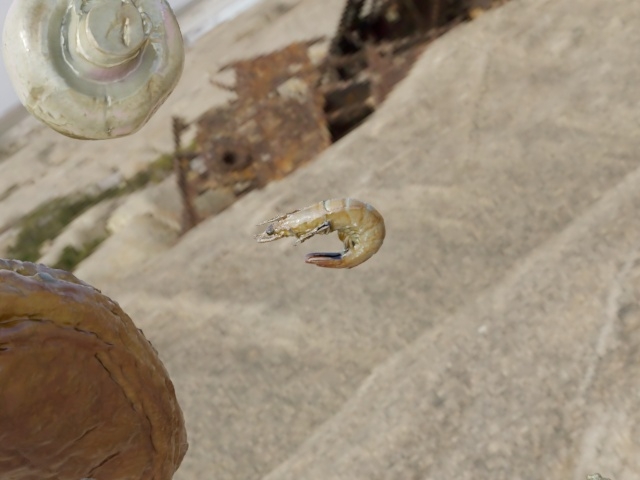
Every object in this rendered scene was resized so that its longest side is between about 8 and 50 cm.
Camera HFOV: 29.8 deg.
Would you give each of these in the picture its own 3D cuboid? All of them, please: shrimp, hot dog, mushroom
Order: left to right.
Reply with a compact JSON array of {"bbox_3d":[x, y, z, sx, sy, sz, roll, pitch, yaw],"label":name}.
[{"bbox_3d":[-0.272,0.123,0.979,0.267,0.387,0.174,-5,64,32],"label":"hot dog"},{"bbox_3d":[-0.102,-0.088,0.547,0.083,0.083,0.067,-40,5,-24],"label":"mushroom"},{"bbox_3d":[0.001,-0.005,1.459,0.162,0.095,0.045,-11,44,14],"label":"shrimp"}]

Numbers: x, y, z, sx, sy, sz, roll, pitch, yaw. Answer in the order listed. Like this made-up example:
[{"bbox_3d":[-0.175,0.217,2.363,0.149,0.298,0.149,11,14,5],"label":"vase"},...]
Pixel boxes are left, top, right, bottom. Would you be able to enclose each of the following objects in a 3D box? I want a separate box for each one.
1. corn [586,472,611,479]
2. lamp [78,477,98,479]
[{"bbox_3d":[0.216,0.335,1.229,0.253,0.086,0.086,-38,13,-10],"label":"corn"},{"bbox_3d":[-0.109,0.106,0.213,0.227,0.172,0.147,-16,55,0],"label":"lamp"}]
